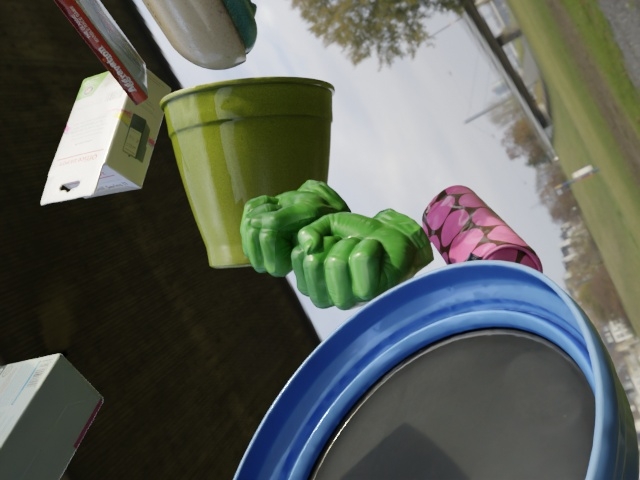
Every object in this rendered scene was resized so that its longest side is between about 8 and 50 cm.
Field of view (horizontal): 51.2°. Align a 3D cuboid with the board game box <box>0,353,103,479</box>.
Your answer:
[{"bbox_3d":[-0.450,0.275,0.831,0.098,0.303,0.224,59,-147,-31],"label":"board game box"}]

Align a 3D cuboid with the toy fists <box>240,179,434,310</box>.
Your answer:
[{"bbox_3d":[0.000,0.000,0.836,0.279,0.142,0.096,27,142,46],"label":"toy fists"}]

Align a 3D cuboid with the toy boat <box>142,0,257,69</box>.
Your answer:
[{"bbox_3d":[-0.182,-0.363,0.856,0.267,0.148,0.318,59,172,-32],"label":"toy boat"}]

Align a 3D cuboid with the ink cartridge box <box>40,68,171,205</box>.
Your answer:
[{"bbox_3d":[-0.500,-0.224,1.568,0.119,0.207,0.354,39,-126,-48],"label":"ink cartridge box"}]

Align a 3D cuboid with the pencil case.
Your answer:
[{"bbox_3d":[0.189,0.005,0.836,0.095,0.098,0.209,37,-165,-19],"label":"pencil case"}]

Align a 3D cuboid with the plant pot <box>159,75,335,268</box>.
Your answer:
[{"bbox_3d":[-0.132,-0.125,1.407,0.366,0.366,0.353,-10,-86,-67],"label":"plant pot"}]

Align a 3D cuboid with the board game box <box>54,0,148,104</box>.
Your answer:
[{"bbox_3d":[-0.349,-0.343,0.986,0.281,0.027,0.145,56,-172,-38],"label":"board game box"}]

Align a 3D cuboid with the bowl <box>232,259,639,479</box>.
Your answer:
[{"bbox_3d":[0.069,0.190,0.554,0.077,0.391,0.391,43,-152,-22],"label":"bowl"}]
